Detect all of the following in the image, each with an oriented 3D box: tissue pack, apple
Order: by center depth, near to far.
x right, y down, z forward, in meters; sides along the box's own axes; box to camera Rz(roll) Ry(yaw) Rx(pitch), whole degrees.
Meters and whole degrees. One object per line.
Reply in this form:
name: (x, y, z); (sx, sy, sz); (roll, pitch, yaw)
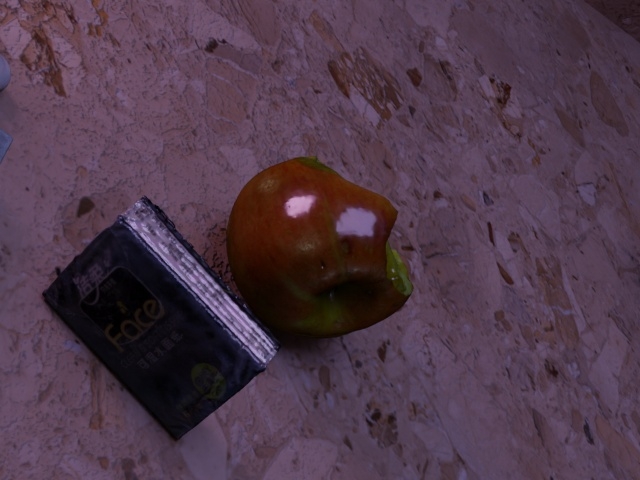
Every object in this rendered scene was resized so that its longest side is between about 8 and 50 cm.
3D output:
tissue pack: (-0.179, 0.090, 1.355); (0.235, 0.173, 0.073); (48, 33, -5)
apple: (0.000, 0.000, 1.582); (0.246, 0.246, 0.226); (19, 40, -38)

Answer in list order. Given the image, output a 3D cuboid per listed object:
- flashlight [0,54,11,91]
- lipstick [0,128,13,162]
flashlight: (-0.447, -0.193, 1.429); (0.093, 0.047, 0.200); (55, 35, 7)
lipstick: (-0.423, 0.002, 1.246); (0.076, 0.080, 0.371); (37, 37, -21)
